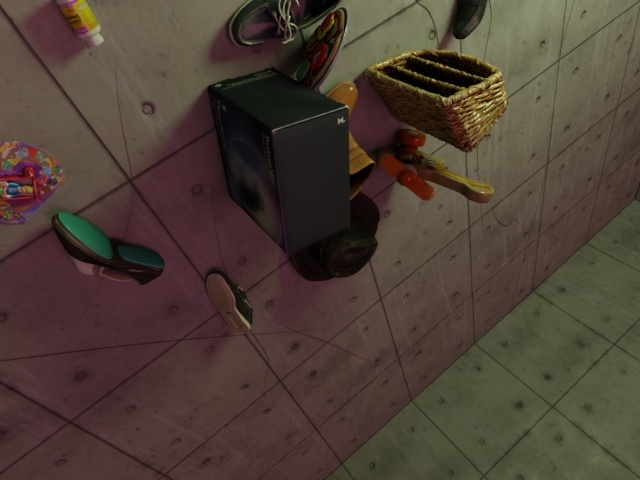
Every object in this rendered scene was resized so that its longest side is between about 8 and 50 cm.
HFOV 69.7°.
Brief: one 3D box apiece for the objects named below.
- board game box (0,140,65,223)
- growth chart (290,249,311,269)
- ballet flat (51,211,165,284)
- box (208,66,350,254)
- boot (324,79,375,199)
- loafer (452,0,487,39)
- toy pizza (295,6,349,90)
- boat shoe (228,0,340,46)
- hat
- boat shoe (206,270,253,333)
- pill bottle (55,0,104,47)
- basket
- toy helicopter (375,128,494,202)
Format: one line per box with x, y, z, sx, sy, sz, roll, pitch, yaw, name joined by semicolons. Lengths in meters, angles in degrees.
-0.568;-0.100;0.855;0.169;0.033;0.133;-46;139;-4;board game box
0.000;0.000;1.428;0.237;0.021;0.172;-24;133;-25;growth chart
-0.470;0.039;1.002;0.096;0.095;0.280;-42;140;10;ballet flat
-0.089;-0.181;1.011;0.182;0.294;0.296;-26;133;-25;box
0.056;-0.243;1.143;0.109;0.220;0.283;28;100;-48;boot
0.420;-0.666;1.256;0.078;0.076;0.223;18;102;-41;loafer
-0.005;-0.409;0.993;0.032;0.201;0.201;20;107;-26;toy pizza
-0.071;-0.474;0.968;0.254;0.079;0.095;-30;134;-21;boat shoe
0.080;0.017;1.395;0.331;0.134;0.331;-20;129;-27;hat
-0.254;0.164;1.309;0.079;0.084;0.233;-66;147;-43;boat shoe
-0.405;-0.375;0.780;0.043;0.043;0.083;-36;137;-15;pill bottle
0.309;-0.406;1.179;0.213;0.299;0.223;-51;139;2;basket
0.313;-0.190;1.302;0.235;0.355;0.140;-27;137;-48;toy helicopter
